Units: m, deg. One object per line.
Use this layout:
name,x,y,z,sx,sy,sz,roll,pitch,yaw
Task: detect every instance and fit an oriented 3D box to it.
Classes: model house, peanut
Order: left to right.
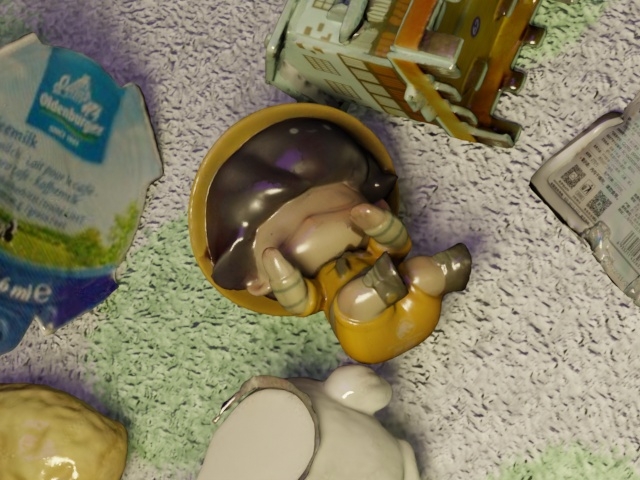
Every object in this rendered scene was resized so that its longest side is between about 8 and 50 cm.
peanut,-0.320,0.199,1.743,0.319,0.147,0.147,3,68,27
model house,0.084,-0.210,1.680,0.215,0.198,0.224,17,77,30

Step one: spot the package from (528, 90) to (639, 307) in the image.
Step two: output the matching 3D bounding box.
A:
package,0.283,-0.051,1.599,0.173,0.027,0.171,-38,52,3

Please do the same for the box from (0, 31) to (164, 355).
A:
box,-0.321,-0.042,1.823,0.206,0.262,0.291,8,80,44

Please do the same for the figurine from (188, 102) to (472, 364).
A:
figurine,0.000,0.003,1.639,0.192,0.167,0.257,-21,49,-19

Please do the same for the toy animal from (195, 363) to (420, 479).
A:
toy animal,-0.070,0.237,1.577,0.325,0.154,0.208,-29,50,19
